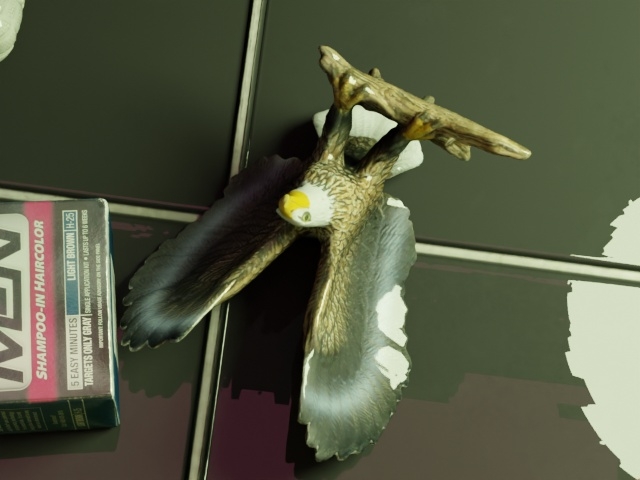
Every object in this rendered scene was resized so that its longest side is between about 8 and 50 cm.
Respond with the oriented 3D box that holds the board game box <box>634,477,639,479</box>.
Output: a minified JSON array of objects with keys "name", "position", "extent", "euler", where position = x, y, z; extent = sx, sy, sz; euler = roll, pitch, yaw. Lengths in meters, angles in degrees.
[{"name":"board game box","position":[0.168,0.307,1.253],"extent":[0.281,0.027,0.145],"euler":[-19,72,-12]}]

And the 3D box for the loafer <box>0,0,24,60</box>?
[{"name":"loafer","position":[-0.420,-0.230,1.349],"extent":[0.320,0.112,0.111],"euler":[9,65,-10]}]

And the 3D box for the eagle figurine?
[{"name":"eagle figurine","position":[-0.007,-0.002,1.286],"extent":[0.226,0.225,0.298],"euler":[36,103,48]}]

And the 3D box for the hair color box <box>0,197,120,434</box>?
[{"name":"hair color box","position":[-0.341,0.069,1.247],"extent":[0.347,0.105,0.173],"euler":[-3,71,-6]}]
